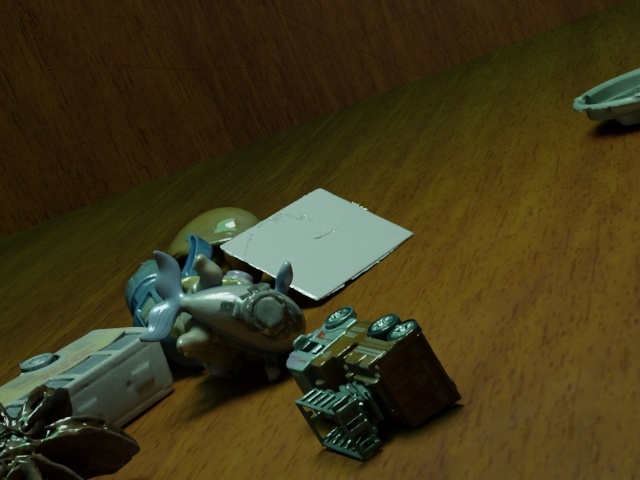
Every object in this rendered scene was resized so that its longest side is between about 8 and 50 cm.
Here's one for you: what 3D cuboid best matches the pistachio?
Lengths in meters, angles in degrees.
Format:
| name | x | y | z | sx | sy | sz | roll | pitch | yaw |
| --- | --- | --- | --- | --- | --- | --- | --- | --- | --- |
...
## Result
| name | x | y | z | sx | sy | sz | roll | pitch | yaw |
| --- | --- | --- | --- | --- | --- | --- | --- | --- | --- |
| pistachio | -0.133 | 0.027 | 1.974 | 0.165 | 0.130 | 0.210 | -7 | -5 | -31 |

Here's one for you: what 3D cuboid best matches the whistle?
| name | x | y | z | sx | sy | sz | roll | pitch | yaw |
| --- | --- | --- | --- | --- | --- | --- | --- | --- | --- |
| whistle | -0.185 | 0.084 | 1.804 | 0.180 | 0.093 | 0.269 | -58 | 22 | 6 |

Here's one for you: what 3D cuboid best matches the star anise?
| name | x | y | z | sx | sy | sz | roll | pitch | yaw |
| --- | --- | --- | --- | --- | --- | --- | --- | --- | --- |
| star anise | -0.288 | 0.214 | 1.372 | 0.229 | 0.093 | 0.236 | 6 | 43 | 1 |

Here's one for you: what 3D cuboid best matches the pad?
| name | x | y | z | sx | sy | sz | roll | pitch | yaw |
| --- | --- | --- | --- | --- | --- | --- | --- | --- | --- |
| pad | 0.000 | 0.000 | 1.892 | 0.156 | 0.004 | 0.232 | 27 | 34 | 24 |

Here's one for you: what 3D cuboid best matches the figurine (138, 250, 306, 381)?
| name | x | y | z | sx | sy | sz | roll | pitch | yaw |
| --- | --- | --- | --- | --- | --- | --- | --- | --- | --- |
| figurine | -0.103 | 0.081 | 1.591 | 0.209 | 0.128 | 0.184 | 19 | -17 | -35 |

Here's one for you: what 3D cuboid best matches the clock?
| name | x | y | z | sx | sy | sz | roll | pitch | yaw |
| --- | --- | --- | --- | --- | --- | --- | --- | --- | --- |
| clock | 0.465 | -0.204 | 2.055 | 0.236 | 0.053 | 0.236 | -20 | 12 | 4 |

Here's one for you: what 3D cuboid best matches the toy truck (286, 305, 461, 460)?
| name | x | y | z | sx | sy | sz | roll | pitch | yaw |
| --- | --- | --- | --- | --- | --- | --- | --- | --- | --- |
| toy truck | 0.030 | 0.124 | 1.310 | 0.115 | 0.080 | 0.178 | -37 | 17 | -19 |

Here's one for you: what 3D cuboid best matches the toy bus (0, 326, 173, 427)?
| name | x | y | z | sx | sy | sz | roll | pitch | yaw |
| --- | --- | --- | --- | --- | --- | --- | --- | --- | --- |
| toy bus | -0.304 | 0.199 | 1.583 | 0.138 | 0.097 | 0.342 | -6 | 17 | 36 |
